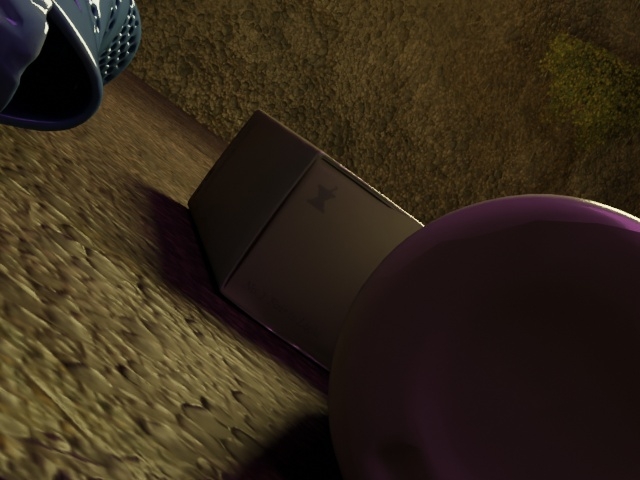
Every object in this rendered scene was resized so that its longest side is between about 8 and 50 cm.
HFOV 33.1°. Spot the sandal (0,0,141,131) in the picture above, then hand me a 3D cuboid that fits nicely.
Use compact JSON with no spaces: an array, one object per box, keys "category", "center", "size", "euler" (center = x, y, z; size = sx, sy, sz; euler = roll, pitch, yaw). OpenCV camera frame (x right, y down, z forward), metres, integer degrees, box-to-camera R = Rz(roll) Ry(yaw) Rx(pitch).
[{"category":"sandal","center":[-0.163,-0.102,0.541],"size":[0.138,0.126,0.317],"euler":[41,12,7]}]

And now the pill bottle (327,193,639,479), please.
[{"category":"pill bottle","center":[0.099,0.066,0.529],"size":[0.160,0.160,0.283],"euler":[38,4,7]}]

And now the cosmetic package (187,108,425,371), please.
[{"category":"cosmetic package","center":[0.000,0.000,0.817],"size":[0.160,0.113,0.309],"euler":[37,4,-14]}]
